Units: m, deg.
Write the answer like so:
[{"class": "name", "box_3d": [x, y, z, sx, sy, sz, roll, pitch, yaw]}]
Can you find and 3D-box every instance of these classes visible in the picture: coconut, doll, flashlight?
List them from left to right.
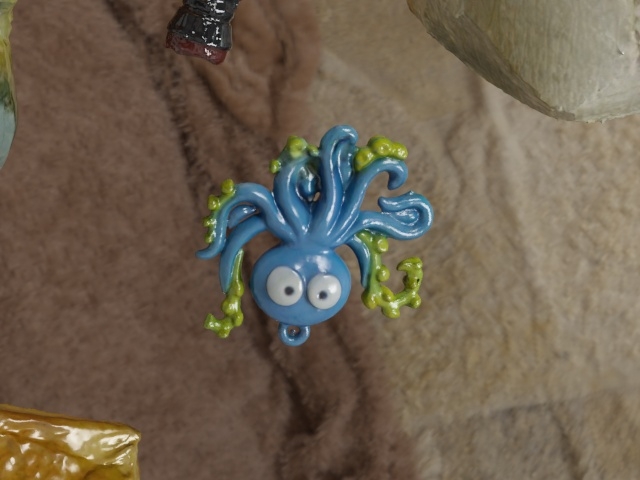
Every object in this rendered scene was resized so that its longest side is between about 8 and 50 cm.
[{"class": "flashlight", "box_3d": [-0.126, -0.341, 1.498, 0.093, 0.093, 0.232, 25, 104, 21]}, {"class": "doll", "box_3d": [0.000, 0.000, 1.711, 0.346, 0.099, 0.341, 6, 110, -14]}, {"class": "coconut", "box_3d": [0.221, -0.259, 0.903, 0.346, 0.346, 0.360, 23, 150, 22]}]

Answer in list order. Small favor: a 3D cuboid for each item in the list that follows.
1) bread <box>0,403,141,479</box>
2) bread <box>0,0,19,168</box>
[{"class": "bread", "box_3d": [-0.253, 0.156, 0.693, 0.294, 0.167, 0.132, 10, 72, -11]}, {"class": "bread", "box_3d": [-0.405, -0.139, 0.872, 0.264, 0.395, 0.239, 60, 153, 16]}]
